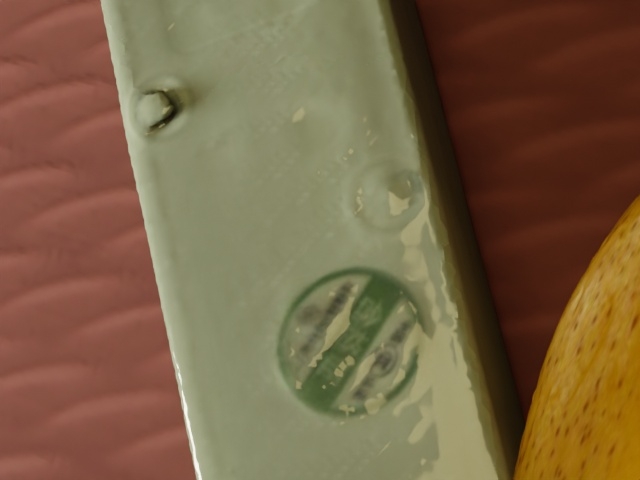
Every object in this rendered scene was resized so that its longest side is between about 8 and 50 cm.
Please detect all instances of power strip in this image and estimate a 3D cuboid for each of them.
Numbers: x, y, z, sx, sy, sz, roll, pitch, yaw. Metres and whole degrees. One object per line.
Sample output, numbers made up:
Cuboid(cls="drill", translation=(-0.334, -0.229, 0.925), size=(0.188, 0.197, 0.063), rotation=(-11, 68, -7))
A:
Cuboid(cls="power strip", translation=(0.000, 0.000, 0.544), size=(0.091, 0.062, 0.385), rotation=(-18, 71, 16))

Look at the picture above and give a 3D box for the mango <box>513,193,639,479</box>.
Cuboid(cls="mango", translation=(0.119, 0.081, 0.383), size=(0.160, 0.290, 0.191), rotation=(30, 119, -9))
